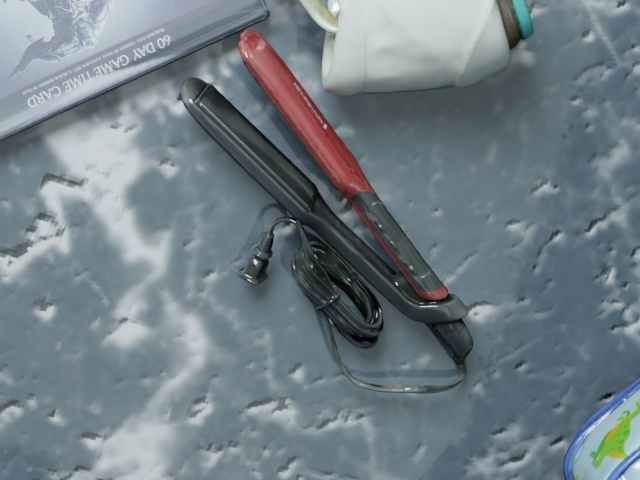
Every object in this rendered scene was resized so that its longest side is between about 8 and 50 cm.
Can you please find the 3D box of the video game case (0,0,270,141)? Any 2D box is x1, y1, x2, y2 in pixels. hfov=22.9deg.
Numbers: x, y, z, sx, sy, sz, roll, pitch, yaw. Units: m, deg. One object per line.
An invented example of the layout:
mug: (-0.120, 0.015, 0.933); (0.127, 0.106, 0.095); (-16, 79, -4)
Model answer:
video game case: (-0.170, -0.199, 0.802); (0.196, 0.026, 0.274); (-25, 100, -4)

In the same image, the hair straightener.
hair straightener: (0.000, 0.000, 0.855); (0.089, 0.047, 0.230); (-34, 108, 18)

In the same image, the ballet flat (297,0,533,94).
ballet flat: (-0.018, -0.251, 0.772); (0.139, 0.139, 0.400); (-23, 104, -5)

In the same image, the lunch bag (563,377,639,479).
lunch bag: (0.261, 0.154, 0.885); (0.176, 0.090, 0.219); (-41, 102, 0)
